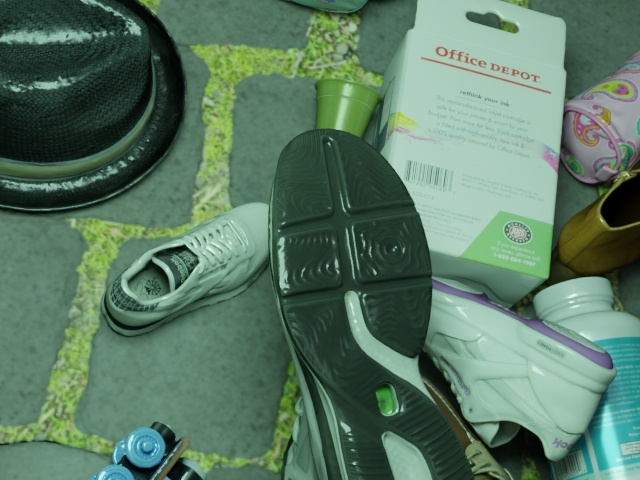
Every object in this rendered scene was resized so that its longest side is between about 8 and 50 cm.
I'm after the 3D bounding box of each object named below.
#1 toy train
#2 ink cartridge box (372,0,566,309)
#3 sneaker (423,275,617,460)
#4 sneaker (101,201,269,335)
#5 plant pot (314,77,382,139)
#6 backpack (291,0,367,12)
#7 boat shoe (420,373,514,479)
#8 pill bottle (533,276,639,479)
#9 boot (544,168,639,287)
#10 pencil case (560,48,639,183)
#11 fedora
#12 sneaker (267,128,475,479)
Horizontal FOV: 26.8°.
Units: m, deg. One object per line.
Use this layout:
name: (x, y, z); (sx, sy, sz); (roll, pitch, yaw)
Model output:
toy train: (-0.191, 0.273, 1.363); (0.105, 0.080, 0.184); (41, 61, -5)
ink cartridge box: (0.172, -0.117, 1.604); (0.207, 0.119, 0.353); (14, 65, -9)
sneaker: (0.163, 0.132, 1.456); (0.114, 0.305, 0.152); (11, 101, -51)
sneaker: (-0.131, 0.023, 1.477); (0.235, 0.095, 0.090); (-34, 77, -27)
plant pot: (0.025, -0.142, 1.606); (0.083, 0.083, 0.079); (15, 77, -8)
backpack: (0.027, -0.367, 1.649); (0.188, 0.166, 0.144); (7, 67, -8)
boat shoe: (0.162, 0.273, 1.431); (0.123, 0.116, 0.324); (-26, 76, -24)
pill bottle: (0.312, 0.179, 1.497); (0.146, 0.146, 0.264); (-4, 68, -17)
boot: (0.402, -0.046, 1.583); (0.295, 0.211, 0.104); (-31, 78, -25)
pencil case: (0.422, -0.183, 1.700); (0.284, 0.124, 0.124); (-34, 79, -27)
fedora: (-0.305, -0.193, 1.481); (0.334, 0.152, 0.334); (4, 71, -13)
sneaker: (0.003, 0.127, 1.361); (0.169, 0.257, 0.447); (-8, 80, -26)
